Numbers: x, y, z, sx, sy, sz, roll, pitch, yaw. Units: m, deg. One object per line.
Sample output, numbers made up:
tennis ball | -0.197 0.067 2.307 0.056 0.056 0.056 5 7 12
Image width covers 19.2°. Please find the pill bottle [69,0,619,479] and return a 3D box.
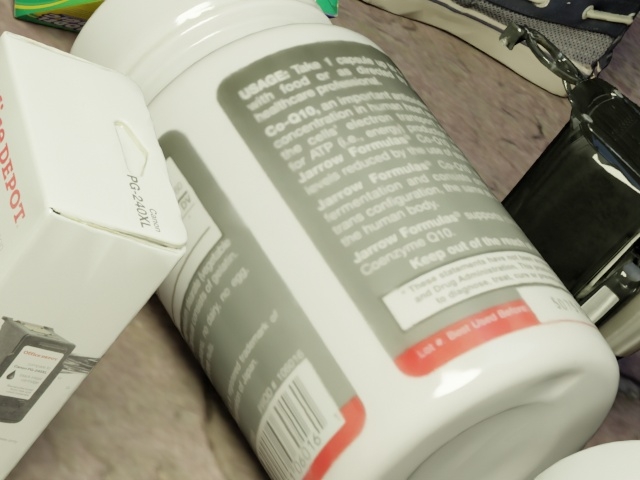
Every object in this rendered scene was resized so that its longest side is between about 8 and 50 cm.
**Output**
pill bottle | 0.000 0.000 0.902 0.161 0.161 0.283 5 43 -49

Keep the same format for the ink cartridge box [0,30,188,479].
ink cartridge box | -0.126 0.011 0.734 0.063 0.150 0.109 20 33 -35

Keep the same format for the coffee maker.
coffee maker | 0.117 0.008 1.020 0.120 0.178 0.171 5 45 -52

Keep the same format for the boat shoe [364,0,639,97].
boat shoe | 0.117 -0.243 1.429 0.340 0.158 0.127 22 32 -33

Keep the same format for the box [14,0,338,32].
box | -0.089 -0.141 1.045 0.105 0.179 0.043 8 84 -47

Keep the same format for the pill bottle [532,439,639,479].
pill bottle | 0.130 0.211 0.744 0.160 0.160 0.283 35 27 -9
